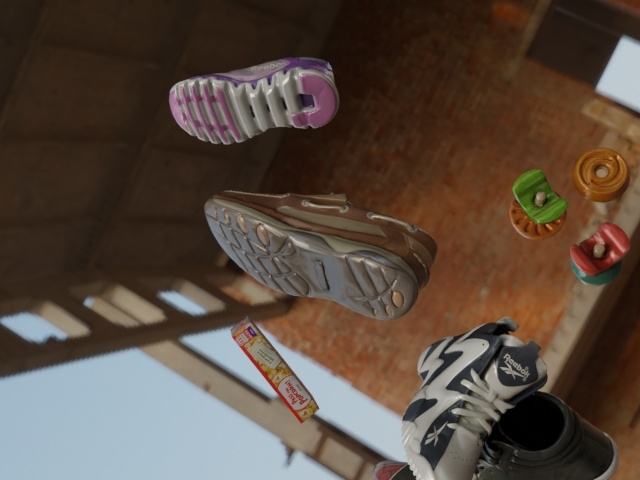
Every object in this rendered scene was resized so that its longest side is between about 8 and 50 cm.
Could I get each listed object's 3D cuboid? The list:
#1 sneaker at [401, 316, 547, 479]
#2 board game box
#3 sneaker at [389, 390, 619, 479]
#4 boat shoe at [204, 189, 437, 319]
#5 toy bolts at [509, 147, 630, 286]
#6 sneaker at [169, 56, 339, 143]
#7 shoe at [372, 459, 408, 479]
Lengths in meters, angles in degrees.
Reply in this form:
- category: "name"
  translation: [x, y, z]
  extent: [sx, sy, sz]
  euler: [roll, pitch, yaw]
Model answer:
- category: "sneaker"
  translation: [0.179, 0.173, 1.242]
  extent: [0.153, 0.094, 0.235]
  euler: [-39, 15, 32]
- category: "board game box"
  translation: [-0.082, 0.224, 1.990]
  extent: [0.045, 0.193, 0.147]
  euler: [-39, 3, -4]
- category: "sneaker"
  translation: [0.194, 0.253, 1.356]
  extent: [0.147, 0.296, 0.104]
  euler: [50, -148, -43]
- category: "boat shoe"
  translation: [0.000, 0.000, 1.408]
  extent: [0.116, 0.324, 0.123]
  euler: [-47, -36, -35]
- category: "toy bolts"
  translation: [0.474, -0.029, 2.018]
  extent: [0.218, 0.228, 0.158]
  euler: [-29, -21, -3]
- category: "sneaker"
  translation: [-0.081, -0.194, 1.487]
  extent: [0.104, 0.236, 0.095]
  euler: [-69, -30, -53]
- category: "shoe"
  translation: [0.191, 0.446, 2.086]
  extent: [0.081, 0.178, 0.063]
  euler: [-127, 41, -68]
